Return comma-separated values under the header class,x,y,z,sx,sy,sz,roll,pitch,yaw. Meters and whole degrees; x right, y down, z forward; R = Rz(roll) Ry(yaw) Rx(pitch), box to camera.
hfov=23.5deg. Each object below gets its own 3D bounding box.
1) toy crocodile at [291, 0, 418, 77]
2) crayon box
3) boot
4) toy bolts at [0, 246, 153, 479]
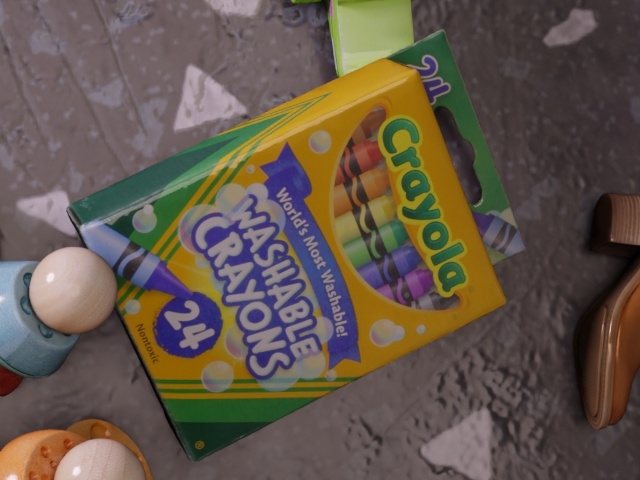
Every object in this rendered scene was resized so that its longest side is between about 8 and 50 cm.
class,x,y,z,sx,sy,sz,roll,pitch,yaw
toy crocodile,0.029,-0.289,1.201,0.115,0.105,0.341,-3,87,-8
crayon box,0.000,0.000,1.159,0.323,0.083,0.203,-27,109,-10
boot,0.290,0.062,1.233,0.152,0.073,0.197,9,87,-12
toy bolts,-0.168,0.117,1.077,0.158,0.218,0.228,-28,76,31
